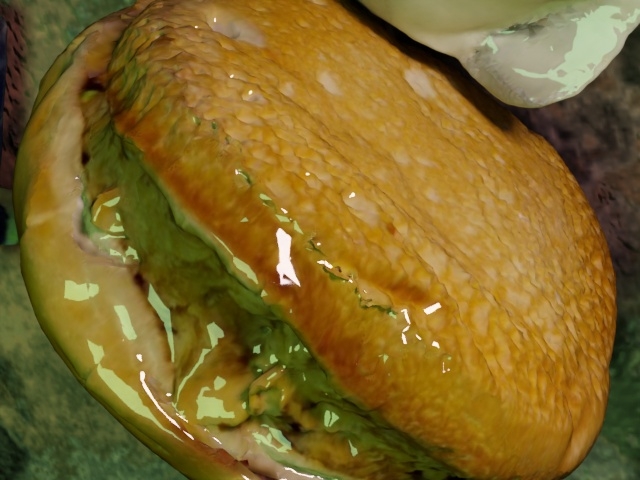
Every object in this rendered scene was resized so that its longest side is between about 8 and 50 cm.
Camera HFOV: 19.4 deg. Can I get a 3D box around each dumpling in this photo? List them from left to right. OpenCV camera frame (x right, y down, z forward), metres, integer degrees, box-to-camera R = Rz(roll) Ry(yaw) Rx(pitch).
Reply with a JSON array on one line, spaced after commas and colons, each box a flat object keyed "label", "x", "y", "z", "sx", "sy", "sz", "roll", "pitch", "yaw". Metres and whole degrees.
[{"label": "dumpling", "x": 0.051, "y": -0.176, "z": 0.838, "sx": 0.250, "sy": 0.132, "sz": 0.162, "roll": 47, "pitch": 134, "yaw": 4}]

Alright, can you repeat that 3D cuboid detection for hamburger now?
[{"label": "hamburger", "x": 0.000, "y": 0.000, "z": 0.863, "sx": 0.290, "sy": 0.314, "sz": 0.170, "roll": 44, "pitch": 118, "yaw": -11}]

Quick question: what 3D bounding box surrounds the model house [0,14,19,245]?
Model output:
[{"label": "model house", "x": -0.278, "y": -0.079, "z": 1.137, "sx": 0.211, "sy": 0.170, "sz": 0.194, "roll": 8, "pitch": 114, "yaw": -1}]
